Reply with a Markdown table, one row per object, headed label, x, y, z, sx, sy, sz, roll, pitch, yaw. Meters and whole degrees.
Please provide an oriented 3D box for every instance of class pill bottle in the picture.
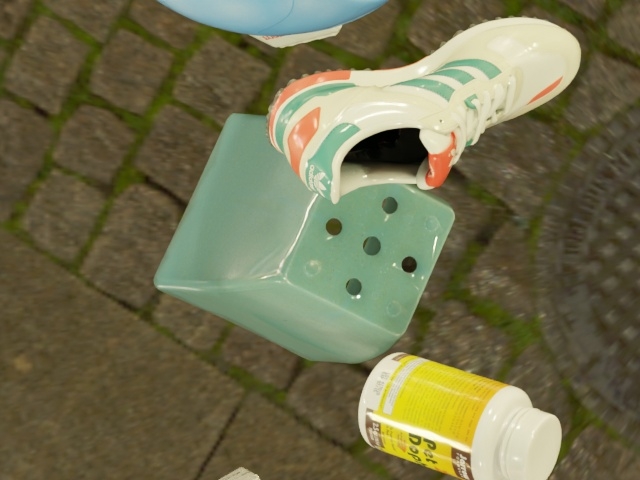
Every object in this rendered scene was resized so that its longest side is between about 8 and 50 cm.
| label | x | y | z | sx | sy | sz | roll | pitch | yaw |
| --- | --- | --- | --- | --- | --- | --- | --- | --- | --- |
| pill bottle | 0.158 | 0.207 | 1.764 | 0.215 | 0.117 | 0.117 | 15 | 94 | 34 |

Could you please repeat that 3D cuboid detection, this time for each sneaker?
| label | x | y | z | sx | sy | sz | roll | pitch | yaw |
| --- | --- | --- | --- | --- | --- | --- | --- | --- | --- |
| sneaker | 0.060 | -0.055 | 0.744 | 0.161 | 0.057 | 0.075 | -16 | 43 | -14 |

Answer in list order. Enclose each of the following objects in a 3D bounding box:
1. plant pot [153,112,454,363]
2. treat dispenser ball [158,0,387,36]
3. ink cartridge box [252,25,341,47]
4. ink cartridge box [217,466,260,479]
| label | x | y | z | sx | sy | sz | roll | pitch | yaw |
| --- | --- | --- | --- | --- | --- | --- | --- | --- | --- |
| plant pot | 0.000 | 0.000 | 1.244 | 0.165 | 0.234 | 0.166 | 27 | 82 | -19 |
| treat dispenser ball | -0.032 | -0.284 | 1.065 | 0.288 | 0.288 | 0.288 | 0 | 90 | 15 |
| ink cartridge box | -0.085 | -0.288 | 1.643 | 0.208 | 0.153 | 0.087 | 24 | 78 | -28 |
| ink cartridge box | -0.113 | 0.324 | 1.854 | 0.104 | 0.180 | 0.060 | -28 | 91 | -10 |
